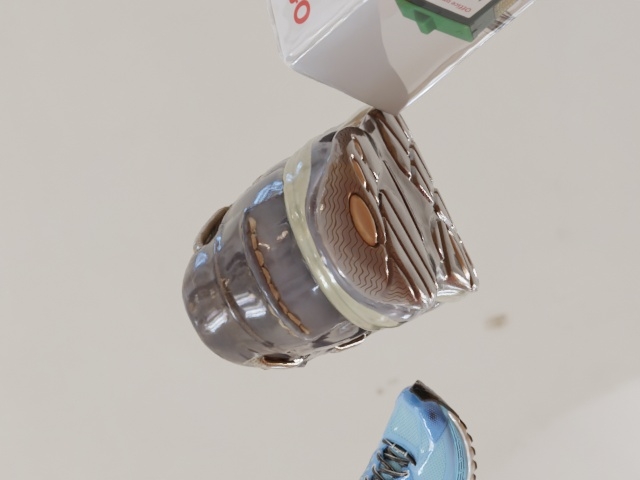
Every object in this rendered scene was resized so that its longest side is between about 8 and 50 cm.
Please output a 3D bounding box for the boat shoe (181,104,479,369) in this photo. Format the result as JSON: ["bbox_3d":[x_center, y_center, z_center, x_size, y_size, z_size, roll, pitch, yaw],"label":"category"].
[{"bbox_3d":[0.000,0.000,1.130,0.132,0.130,0.355,66,-169,5],"label":"boat shoe"}]

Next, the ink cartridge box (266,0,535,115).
[{"bbox_3d":[0.069,-0.199,1.098,0.093,0.219,0.160,23,-139,-38],"label":"ink cartridge box"}]

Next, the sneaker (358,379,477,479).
[{"bbox_3d":[0.048,0.163,1.249,0.073,0.063,0.162,-13,-53,-36],"label":"sneaker"}]
